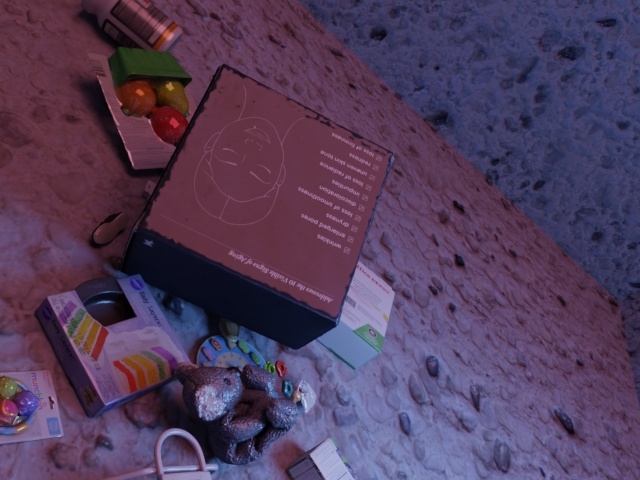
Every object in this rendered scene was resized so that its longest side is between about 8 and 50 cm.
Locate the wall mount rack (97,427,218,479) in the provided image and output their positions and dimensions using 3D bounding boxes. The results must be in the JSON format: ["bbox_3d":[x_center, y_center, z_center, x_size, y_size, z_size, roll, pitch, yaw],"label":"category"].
[{"bbox_3d":[-0.298,0.524,1.220,0.304,0.130,0.350,15,45,-45],"label":"wall mount rack"}]

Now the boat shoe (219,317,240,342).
[{"bbox_3d":[-0.219,0.193,1.686,0.050,0.045,0.135,27,25,-30],"label":"boat shoe"}]

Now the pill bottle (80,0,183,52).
[{"bbox_3d":[-0.573,-0.669,2.082,0.278,0.162,0.162,39,34,-14],"label":"pill bottle"}]

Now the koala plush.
[{"bbox_3d":[-0.201,0.340,1.418,0.221,0.203,0.196,44,-5,-33],"label":"koala plush"}]

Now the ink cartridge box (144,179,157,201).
[{"bbox_3d":[-0.429,-0.118,1.803,0.083,0.028,0.048,32,36,-23],"label":"ink cartridge box"}]

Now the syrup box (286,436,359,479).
[{"bbox_3d":[0.037,0.585,1.557,0.237,0.093,0.096,55,33,10],"label":"syrup box"}]

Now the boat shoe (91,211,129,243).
[{"bbox_3d":[-0.505,-0.032,1.621,0.125,0.038,0.046,-55,143,-51],"label":"boat shoe"}]

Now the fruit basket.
[{"bbox_3d":[-0.469,-0.360,1.934,0.327,0.165,0.353,-15,83,-53],"label":"fruit basket"}]

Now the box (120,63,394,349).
[{"bbox_3d":[-0.143,-0.068,1.625,0.479,0.297,0.472,26,61,-11],"label":"box"}]

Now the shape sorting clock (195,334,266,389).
[{"bbox_3d":[-0.201,0.310,1.616,0.206,0.040,0.206,30,37,-26],"label":"shape sorting clock"}]

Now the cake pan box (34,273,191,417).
[{"bbox_3d":[-0.430,0.206,1.439,0.245,0.070,0.267,-12,65,-55],"label":"cake pan box"}]

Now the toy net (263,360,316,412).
[{"bbox_3d":[-0.084,0.358,1.654,0.232,0.045,0.122,26,55,-58],"label":"toy net"}]

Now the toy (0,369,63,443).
[{"bbox_3d":[-0.569,0.287,1.206,0.237,0.056,0.137,6,53,-46],"label":"toy"}]

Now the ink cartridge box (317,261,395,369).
[{"bbox_3d":[0.090,0.200,1.988,0.201,0.117,0.278,40,34,-12],"label":"ink cartridge box"}]
